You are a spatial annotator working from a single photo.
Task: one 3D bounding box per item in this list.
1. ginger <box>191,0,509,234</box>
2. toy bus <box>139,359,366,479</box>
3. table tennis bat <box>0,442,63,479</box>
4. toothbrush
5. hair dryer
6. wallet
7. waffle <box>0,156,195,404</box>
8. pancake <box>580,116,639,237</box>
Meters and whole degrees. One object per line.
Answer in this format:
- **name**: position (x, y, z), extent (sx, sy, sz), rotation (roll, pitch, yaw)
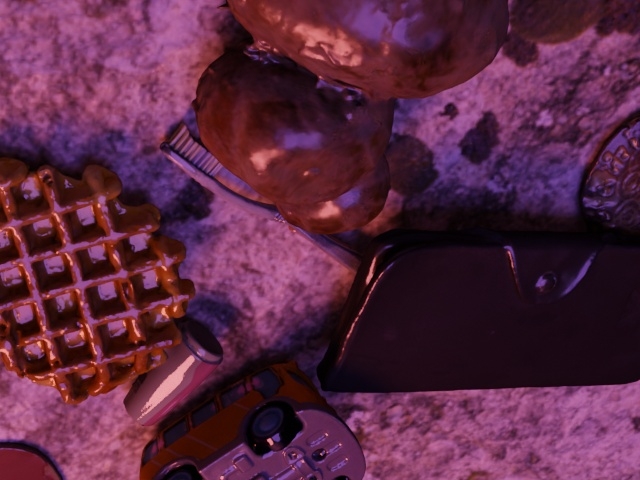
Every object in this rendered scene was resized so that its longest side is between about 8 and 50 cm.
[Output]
- **ginger**: position (0.009, -0.136, 1.382), extent (0.244, 0.155, 0.304), rotation (10, 127, -31)
- **toy bus**: position (-0.071, 0.209, 1.578), extent (0.209, 0.136, 0.126), rotation (-34, 124, 5)
- **table tennis bat**: position (-0.301, 0.291, 1.632), extent (0.131, 0.022, 0.234), rotation (-19, 125, -6)
- **toothbrush**: position (0.000, 0.000, 1.531), extent (0.375, 0.028, 0.037), rotation (34, 98, -32)
- **hair dryer**: position (-0.178, 0.096, 1.534), extent (0.154, 0.054, 0.106), rotation (38, 110, -23)
- **wallet**: position (0.190, 0.070, 1.596), extent (0.377, 0.051, 0.197), rotation (1, 129, -27)
- **waffle**: position (-0.240, 0.049, 1.449), extent (0.249, 0.056, 0.253), rotation (-45, 114, 10)
- **pancake**: position (0.344, -0.053, 1.611), extent (0.199, 0.021, 0.199), rotation (-8, 124, -13)
